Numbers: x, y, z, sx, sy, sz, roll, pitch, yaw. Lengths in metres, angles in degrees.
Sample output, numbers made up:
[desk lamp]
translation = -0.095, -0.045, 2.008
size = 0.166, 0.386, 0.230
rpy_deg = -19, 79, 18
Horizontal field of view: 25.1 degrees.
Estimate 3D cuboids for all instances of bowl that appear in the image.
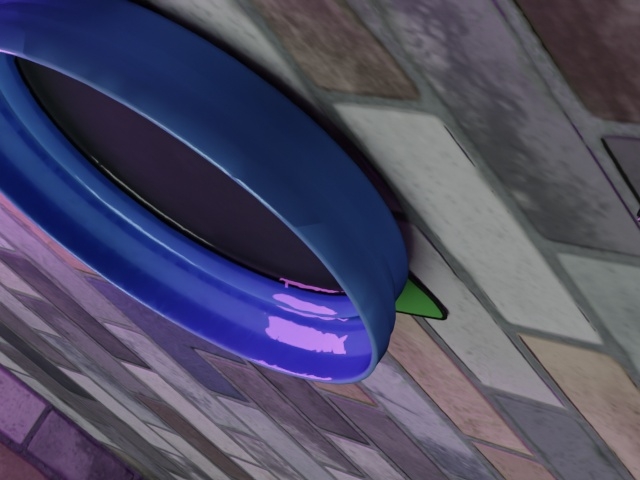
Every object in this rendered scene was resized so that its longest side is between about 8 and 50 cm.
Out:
[bowl]
translation = -0.108, -0.038, 1.053
size = 0.391, 0.077, 0.391
rpy_deg = 29, 160, 12

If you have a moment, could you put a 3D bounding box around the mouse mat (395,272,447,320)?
[mouse mat]
translation = 0.000, 0.000, 1.105
size = 0.152, 0.007, 0.189
rpy_deg = 8, 151, 49

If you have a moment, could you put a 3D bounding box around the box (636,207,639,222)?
[box]
translation = 0.239, -0.029, 0.591
size = 0.175, 0.051, 0.220
rpy_deg = 29, 160, 10
